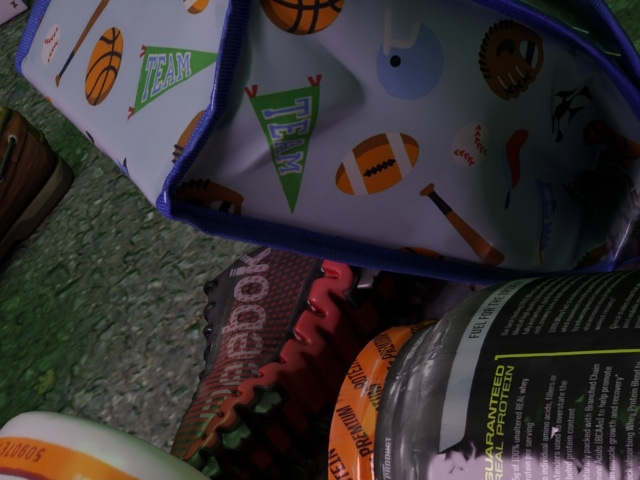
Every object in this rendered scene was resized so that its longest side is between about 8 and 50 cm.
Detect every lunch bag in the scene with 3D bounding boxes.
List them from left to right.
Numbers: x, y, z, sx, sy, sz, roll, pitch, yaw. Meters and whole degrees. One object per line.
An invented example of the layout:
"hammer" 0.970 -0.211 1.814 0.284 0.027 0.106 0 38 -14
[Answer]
"lunch bag" 0.035 -0.121 1.050 0.328 0.385 0.239 44 114 56

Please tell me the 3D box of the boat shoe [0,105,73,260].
"boat shoe" -0.371 0.002 1.477 0.110 0.104 0.307 1 49 41

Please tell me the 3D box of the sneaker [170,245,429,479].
"sneaker" -0.041 0.087 1.087 0.135 0.098 0.276 15 56 36

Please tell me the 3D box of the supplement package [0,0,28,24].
"supplement package" -0.477 -0.369 1.975 0.139 0.134 0.244 -31 35 8

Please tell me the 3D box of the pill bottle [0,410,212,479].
"pill bottle" -0.191 0.314 0.856 0.224 0.224 0.392 3 50 42

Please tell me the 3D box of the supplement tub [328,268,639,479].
"supplement tub" 0.185 0.116 0.775 0.338 0.207 0.207 -5 46 36
